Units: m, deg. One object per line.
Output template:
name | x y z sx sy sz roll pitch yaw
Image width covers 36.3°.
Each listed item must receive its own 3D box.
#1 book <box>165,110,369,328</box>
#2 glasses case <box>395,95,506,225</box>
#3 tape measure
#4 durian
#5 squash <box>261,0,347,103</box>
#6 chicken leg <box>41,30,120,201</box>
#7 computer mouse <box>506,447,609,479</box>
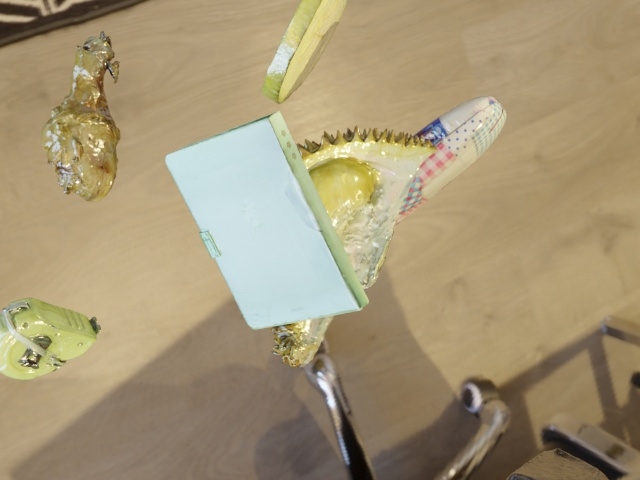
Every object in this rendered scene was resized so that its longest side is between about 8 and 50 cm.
book | -0.038 -0.008 0.633 0.017 0.103 0.135 -42 111 -48
glasses case | 0.113 -0.080 1.318 0.327 0.125 0.076 -39 80 12
tape measure | -0.501 0.174 1.707 0.154 0.087 0.177 -47 136 13
durian | 0.000 0.000 1.116 0.167 0.172 0.306 23 70 7
squash | -0.019 -0.290 1.333 0.041 0.219 0.219 29 86 3
chicken leg | -0.314 -0.164 1.294 0.103 0.088 0.227 -2 102 -31
computer mouse | 0.196 0.271 0.823 0.269 0.100 0.170 16 90 -69
